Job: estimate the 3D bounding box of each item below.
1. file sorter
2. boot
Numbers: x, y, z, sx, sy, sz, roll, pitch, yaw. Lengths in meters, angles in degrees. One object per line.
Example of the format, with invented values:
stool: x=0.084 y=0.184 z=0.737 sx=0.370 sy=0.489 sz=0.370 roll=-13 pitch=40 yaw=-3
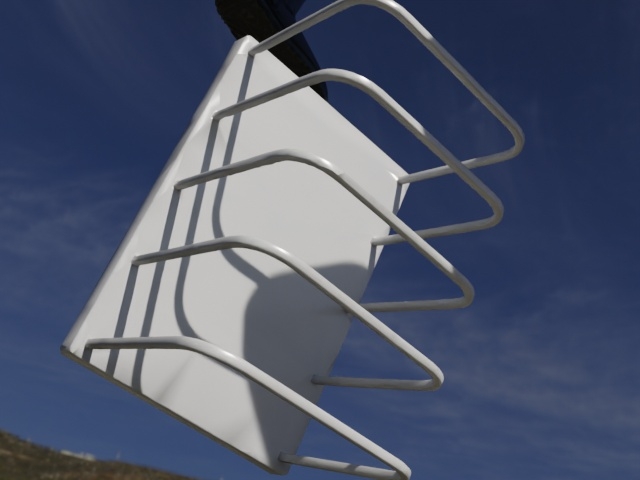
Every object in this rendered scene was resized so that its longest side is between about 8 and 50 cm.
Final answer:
file sorter: x=0.000 y=0.000 z=0.589 sx=0.193 sy=0.277 sz=0.173 roll=38 pitch=-28 yaw=-28
boot: x=-0.037 y=-0.322 z=1.224 sx=0.094 sy=0.207 sz=0.246 roll=-8 pitch=-47 yaw=34
